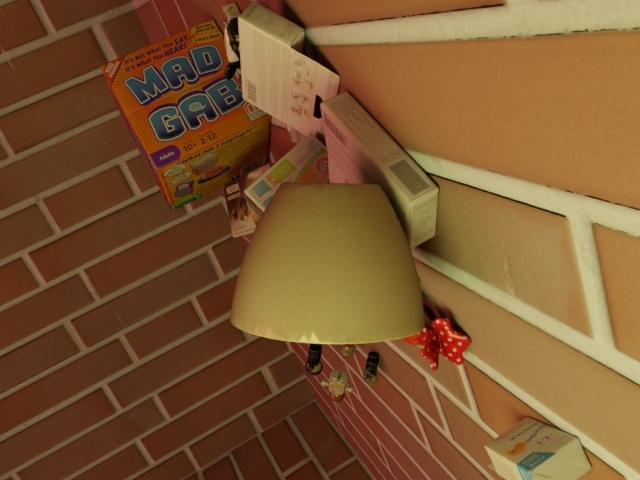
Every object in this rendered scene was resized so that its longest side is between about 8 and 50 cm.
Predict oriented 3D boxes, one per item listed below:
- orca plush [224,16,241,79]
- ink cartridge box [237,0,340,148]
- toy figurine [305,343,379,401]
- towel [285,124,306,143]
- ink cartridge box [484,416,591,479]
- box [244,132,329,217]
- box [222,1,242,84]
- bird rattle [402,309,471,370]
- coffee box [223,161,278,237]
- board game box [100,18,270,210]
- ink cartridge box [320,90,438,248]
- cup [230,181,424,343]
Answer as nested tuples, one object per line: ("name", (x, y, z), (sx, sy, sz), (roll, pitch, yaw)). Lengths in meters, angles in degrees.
("orca plush", (-0.146, -0.408, 1.450), (0.102, 0.151, 0.287), (26, 154, 11))
("ink cartridge box", (-0.059, -0.340, 1.306), (0.238, 0.060, 0.275), (31, 159, 7))
("toy figurine", (0.072, 0.399, 1.992), (0.209, 0.213, 0.148), (47, 149, 34))
("towel", (-0.058, -0.286, 1.519), (0.113, 0.023, 0.152), (66, 166, -21))
("ink cartridge box", (0.360, 0.368, 1.066), (0.062, 0.104, 0.181), (63, 167, -4))
("box", (-0.054, -0.122, 1.377), (0.114, 0.203, 0.103), (44, 169, 11))
("box", (-0.215, -0.511, 1.616), (0.114, 0.036, 0.207), (65, 167, 11))
("bird rattle", (0.211, 0.171, 1.309), (0.253, 0.143, 0.207), (41, 170, 26))
("coffee box", (-0.151, -0.112, 1.745), (0.297, 0.118, 0.168), (-10, 91, 56))
("board game box", (-0.394, -0.370, 1.886), (0.356, 0.356, 0.356), (59, 166, 11))
("ink cartridge box", (0.107, -0.097, 1.179), (0.296, 0.066, 0.261), (54, 165, 32))
("cup", (0.015, 0.021, 1.047), (0.331, 0.330, 0.237), (-162, 72, -71))
